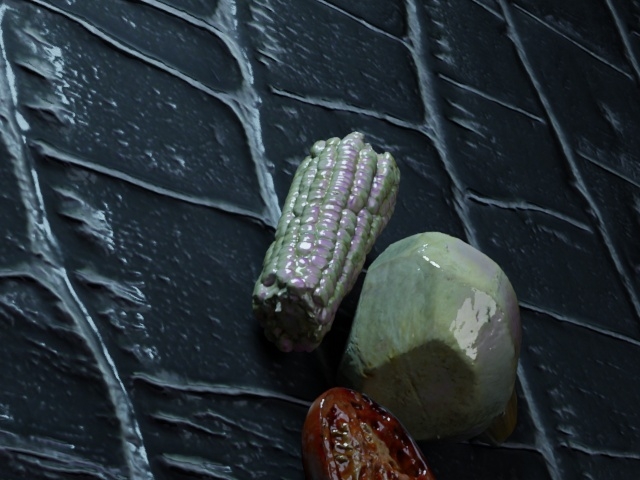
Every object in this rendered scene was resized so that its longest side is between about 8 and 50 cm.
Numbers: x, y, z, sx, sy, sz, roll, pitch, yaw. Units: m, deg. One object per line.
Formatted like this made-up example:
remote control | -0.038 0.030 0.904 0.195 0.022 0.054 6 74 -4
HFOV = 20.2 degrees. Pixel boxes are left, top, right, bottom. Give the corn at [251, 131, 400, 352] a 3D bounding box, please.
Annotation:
corn | 0.002 0.001 2.060 0.126 0.127 0.335 43 39 -15

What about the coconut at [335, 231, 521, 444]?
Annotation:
coconut | 0.129 0.109 2.023 0.197 0.236 0.237 15 34 6

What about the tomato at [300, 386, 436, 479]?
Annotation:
tomato | 0.038 0.246 1.889 0.166 0.082 0.174 4 60 -46

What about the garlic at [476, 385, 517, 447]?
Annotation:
garlic | 0.191 0.151 2.187 0.101 0.087 0.195 50 26 -30
